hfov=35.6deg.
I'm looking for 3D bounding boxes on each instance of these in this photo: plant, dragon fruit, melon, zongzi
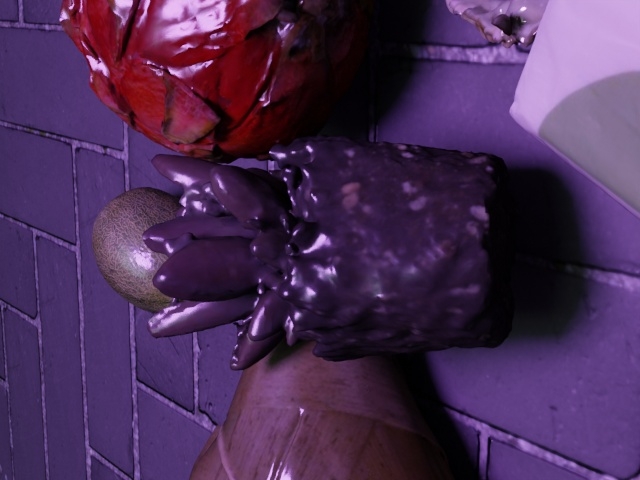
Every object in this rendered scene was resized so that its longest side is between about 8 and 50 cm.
[{"bbox_3d":[0.000,0.000,0.837,0.320,0.181,0.194,0,63,18],"label":"plant"},{"bbox_3d":[-0.090,-0.207,0.916,0.342,0.277,0.277,19,112,45],"label":"dragon fruit"},{"bbox_3d":[-0.204,0.009,1.209,0.192,0.139,0.139,41,128,35],"label":"melon"},{"bbox_3d":[0.096,0.227,0.856,0.500,0.218,0.467,26,103,37],"label":"zongzi"}]

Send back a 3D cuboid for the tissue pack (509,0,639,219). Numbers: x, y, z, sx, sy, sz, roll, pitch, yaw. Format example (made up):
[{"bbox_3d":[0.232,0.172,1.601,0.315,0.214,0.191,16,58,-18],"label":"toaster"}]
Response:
[{"bbox_3d":[0.307,-0.048,0.445,0.356,0.266,0.194,47,137,35],"label":"tissue pack"}]

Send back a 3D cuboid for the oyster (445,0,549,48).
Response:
[{"bbox_3d":[0.168,-0.235,0.725,0.201,0.107,0.355,-47,45,30],"label":"oyster"}]
